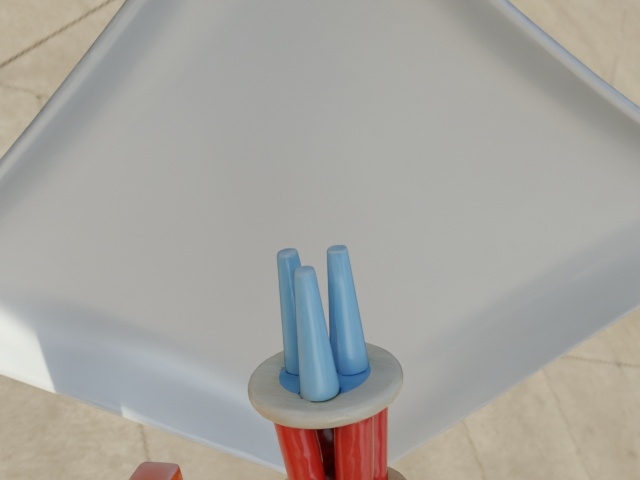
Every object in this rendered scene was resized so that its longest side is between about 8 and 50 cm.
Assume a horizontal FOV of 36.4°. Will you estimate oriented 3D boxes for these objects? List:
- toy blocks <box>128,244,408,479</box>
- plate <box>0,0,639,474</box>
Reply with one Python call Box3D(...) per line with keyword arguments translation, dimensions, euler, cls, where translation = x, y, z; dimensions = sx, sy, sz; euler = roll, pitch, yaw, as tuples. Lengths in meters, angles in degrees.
Box3D(translation=(-0.021, 0.085, 0.313), dimensions=(0.123, 0.054, 0.148), euler=(-23, 115, -37), cls="toy blocks")
Box3D(translation=(0.000, 0.000, 0.419), dimensions=(0.278, 0.277, 0.045), euler=(27, 38, -33), cls="plate")
